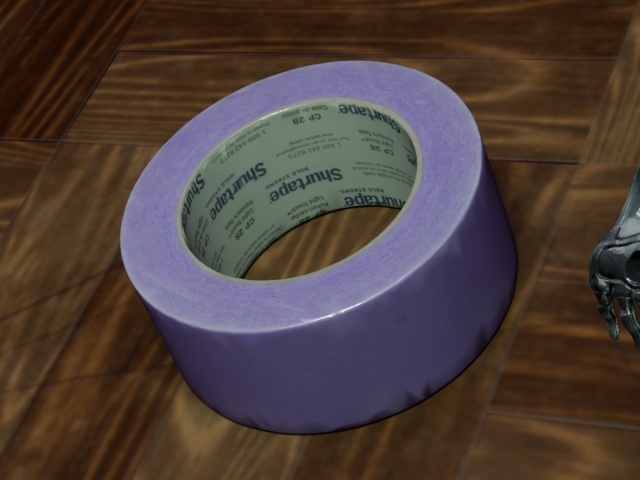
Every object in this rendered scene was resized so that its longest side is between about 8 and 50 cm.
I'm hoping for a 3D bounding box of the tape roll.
[{"bbox_3d":[0.000,0.000,0.901,0.189,0.080,0.189,-12,44,12],"label":"tape roll"}]

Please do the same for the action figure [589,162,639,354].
[{"bbox_3d":[0.239,-0.003,0.762,0.276,0.141,0.164,-21,25,-38],"label":"action figure"}]
